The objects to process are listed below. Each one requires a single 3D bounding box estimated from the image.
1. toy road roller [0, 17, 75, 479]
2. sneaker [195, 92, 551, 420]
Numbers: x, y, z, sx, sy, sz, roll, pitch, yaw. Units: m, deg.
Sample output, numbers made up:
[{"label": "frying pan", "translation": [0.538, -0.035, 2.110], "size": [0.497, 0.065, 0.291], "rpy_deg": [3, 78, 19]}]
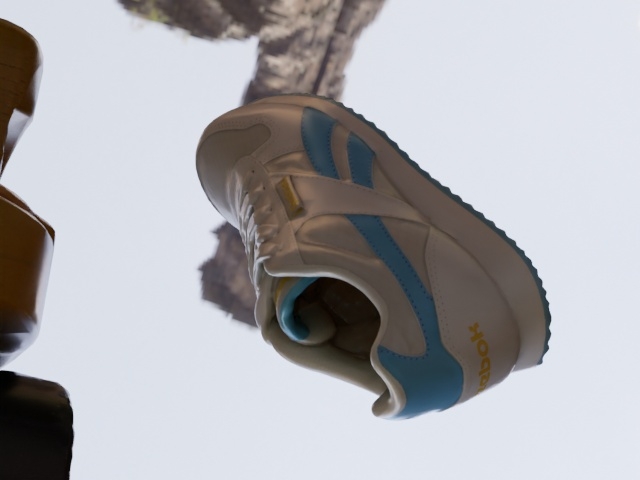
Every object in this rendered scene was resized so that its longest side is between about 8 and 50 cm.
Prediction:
[{"label": "toy road roller", "translation": [-0.220, 0.031, 0.604], "size": [0.202, 0.329, 0.240], "rpy_deg": [16, -112, -23]}, {"label": "sneaker", "translation": [0.000, 0.000, 0.678], "size": [0.092, 0.087, 0.228], "rpy_deg": [-24, -141, -29]}]
